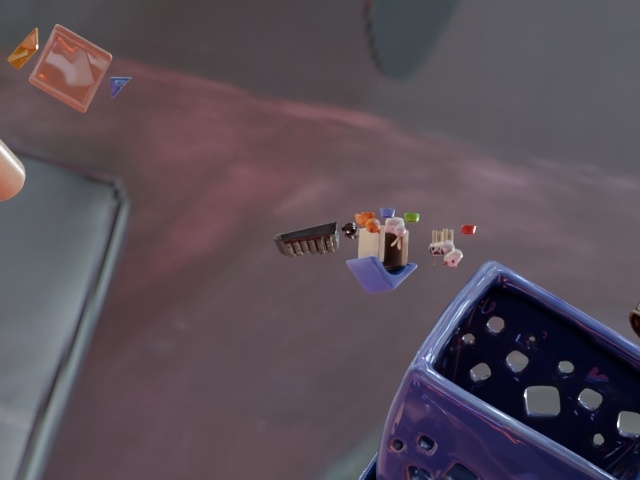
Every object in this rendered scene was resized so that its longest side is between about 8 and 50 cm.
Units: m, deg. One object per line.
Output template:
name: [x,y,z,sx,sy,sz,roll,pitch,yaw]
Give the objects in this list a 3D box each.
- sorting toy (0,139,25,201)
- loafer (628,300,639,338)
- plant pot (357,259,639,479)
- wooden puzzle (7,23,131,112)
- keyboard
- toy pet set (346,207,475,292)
sorting toy: [-0.341,-0.070,1.426,0.193,0.208,0.038,57,27,-61]
loafer: [0.302,0.134,1.616,0.220,0.078,0.080,62,-3,33]
plant pot: [0.170,0.194,1.792,0.212,0.236,0.236,-62,173,30]
wooden puzzle: [-0.255,-0.176,2.037,0.078,0.116,0.014,-54,179,21]
keyboard: [0.000,0.000,2.461,0.180,0.108,0.023,76,1,-85]
toy pet set: [0.077,0.015,2.008,0.122,0.114,0.065,11,77,-36]
